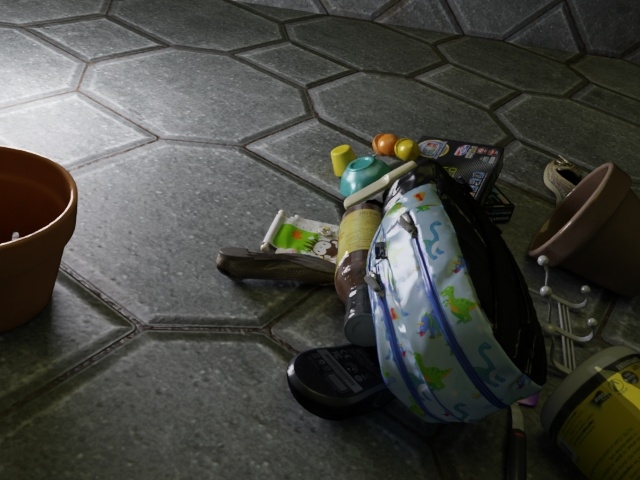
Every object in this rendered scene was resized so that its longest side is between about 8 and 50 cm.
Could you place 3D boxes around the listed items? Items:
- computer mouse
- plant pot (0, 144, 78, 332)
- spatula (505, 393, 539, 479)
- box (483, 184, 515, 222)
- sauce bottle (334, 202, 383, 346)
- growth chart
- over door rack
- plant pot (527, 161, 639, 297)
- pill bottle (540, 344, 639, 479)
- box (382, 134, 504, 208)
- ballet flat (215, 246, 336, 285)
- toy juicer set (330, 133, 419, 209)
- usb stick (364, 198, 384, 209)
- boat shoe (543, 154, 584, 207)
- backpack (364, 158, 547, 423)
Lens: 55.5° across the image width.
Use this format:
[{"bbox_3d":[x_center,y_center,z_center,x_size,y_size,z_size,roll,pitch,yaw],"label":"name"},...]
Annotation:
[{"bbox_3d":[0.059,0.225,0.950,0.272,0.072,0.188,0,33,-38],"label":"computer mouse"},{"bbox_3d":[-0.524,0.009,0.936,0.291,0.203,0.291,8,35,-6],"label":"plant pot"},{"bbox_3d":[0.310,0.290,0.966,0.084,0.030,0.296,17,35,7],"label":"spatula"},{"bbox_3d":[0.358,-0.125,1.546,0.175,0.051,0.220,-3,37,-20],"label":"box"},{"bbox_3d":[0.080,0.053,1.100,0.111,0.111,0.344,12,30,-2],"label":"sauce bottle"},{"bbox_3d":[0.000,0.000,1.281,0.237,0.021,0.172,10,36,-3],"label":"growth chart"},{"bbox_3d":[0.370,0.117,1.163,0.324,0.108,0.239,17,34,6],"label":"over door rack"},{"bbox_3d":[0.626,0.000,1.321,0.229,0.263,0.263,41,40,6],"label":"plant pot"},{"bbox_3d":[0.489,0.321,0.843,0.188,0.187,0.334,-10,41,-30],"label":"pill bottle"},{"bbox_3d":[0.298,-0.146,1.459,0.216,0.060,0.270,14,46,25],"label":"box"},{"bbox_3d":[-0.075,0.058,1.154,0.250,0.058,0.084,7,15,-18],"label":"ballet flat"},{"bbox_3d":[0.141,-0.154,1.412,0.209,0.089,0.329,-19,28,5],"label":"toy juicer set"},{"bbox_3d":[0.217,-0.017,1.355,0.278,0.045,0.077,25,43,17],"label":"usb stick"},{"bbox_3d":[0.688,-0.159,1.668,0.105,0.089,0.285,11,34,-2],"label":"boat shoe"},{"bbox_3d":[0.202,0.097,0.915,0.273,0.290,0.355,-36,36,8],"label":"backpack"}]
